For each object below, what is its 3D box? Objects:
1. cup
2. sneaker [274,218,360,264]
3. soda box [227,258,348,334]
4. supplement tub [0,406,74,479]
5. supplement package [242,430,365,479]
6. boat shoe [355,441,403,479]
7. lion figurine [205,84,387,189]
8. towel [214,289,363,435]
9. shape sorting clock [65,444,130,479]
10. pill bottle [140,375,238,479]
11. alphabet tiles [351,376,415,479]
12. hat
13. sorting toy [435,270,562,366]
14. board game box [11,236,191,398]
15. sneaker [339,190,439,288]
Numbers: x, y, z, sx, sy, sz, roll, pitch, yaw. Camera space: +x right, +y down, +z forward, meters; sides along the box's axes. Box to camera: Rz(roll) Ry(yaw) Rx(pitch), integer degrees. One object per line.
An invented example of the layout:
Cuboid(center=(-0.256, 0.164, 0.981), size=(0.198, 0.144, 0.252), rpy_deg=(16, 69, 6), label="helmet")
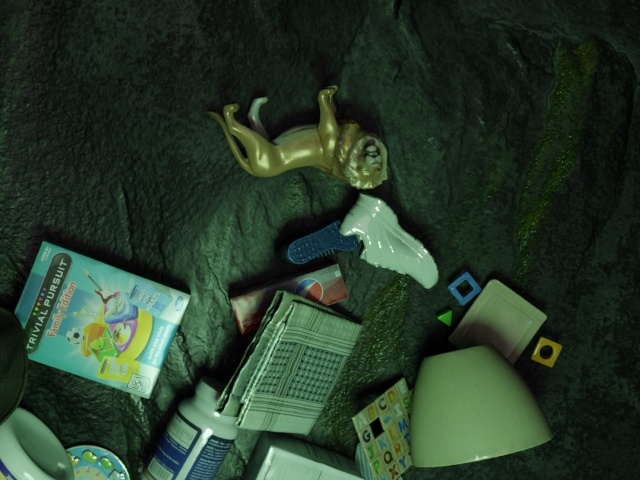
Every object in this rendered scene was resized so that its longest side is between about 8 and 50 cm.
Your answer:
Cuboid(center=(0.349, 0.374, 1.731), size=(0.331, 0.331, 0.236), rpy_deg=(-11, 78, -10), label="cup")
Cuboid(center=(0.000, 0.000, 1.723), size=(0.232, 0.090, 0.081), rpy_deg=(-16, 98, -31), label="sneaker")
Cuboid(center=(-0.077, 0.129, 1.711), size=(0.263, 0.083, 0.092), rpy_deg=(-18, 101, -9), label="soda box")
Cuboid(center=(-0.717, 0.534, 1.543), size=(0.331, 0.241, 0.241), rpy_deg=(-39, 102, -6), label="supplement tub")
Cuboid(center=(-0.042, 0.560, 1.737), size=(0.244, 0.134, 0.139), rpy_deg=(24, 91, -13), label="supplement package")
Cuboid(center=(0.159, 0.612, 1.811), size=(0.094, 0.109, 0.302), rpy_deg=(-20, 110, -22), label="boat shoe")
Cuboid(center=(-0.049, -0.215, 1.672), size=(0.392, 0.142, 0.240), rpy_deg=(-7, 105, 3), label="lion figurine")
Cuboid(center=(-0.055, 0.288, 1.663), size=(0.324, 0.056, 0.312), rpy_deg=(27, 92, -48), label="towel")
Cuboid(center=(-0.539, 0.569, 1.685), size=(0.206, 0.040, 0.206), rpy_deg=(-1, 96, -12), label="shape sorting clock")
Cuboid(center=(-0.279, 0.451, 1.669), size=(0.153, 0.153, 0.264), rpy_deg=(30, 90, -13), label="pill bottle")
Cuboid(center=(0.184, 0.454, 1.772), size=(0.237, 0.009, 0.198), rpy_deg=(-28, 101, -41), label="alphabet tiles")
Cuboid(center=(-0.762, 0.257, 1.484), size=(0.331, 0.134, 0.331), rpy_deg=(-7, 65, 16), label="hat")
Cuboid(center=(0.440, 0.217, 1.846), size=(0.348, 0.047, 0.196), rpy_deg=(35, 95, -10), label="sorting toy")
Cuboid(center=(-0.491, 0.173, 1.635), size=(0.336, 0.079, 0.253), rpy_deg=(22, 91, -13), label="board game box")
Cuboid(center=(0.160, 0.018, 1.727), size=(0.297, 0.111, 0.129), rpy_deg=(44, 86, -19), label="sneaker")
